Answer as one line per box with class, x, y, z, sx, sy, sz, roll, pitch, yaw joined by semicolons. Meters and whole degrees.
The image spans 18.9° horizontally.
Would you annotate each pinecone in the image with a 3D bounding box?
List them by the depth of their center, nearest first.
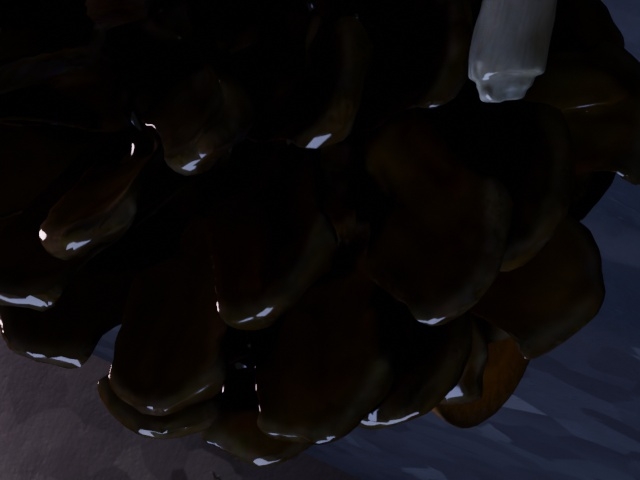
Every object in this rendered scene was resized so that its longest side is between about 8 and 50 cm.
pinecone;-0.042;-0.083;0.884;0.384;0.384;0.384;22;165;6

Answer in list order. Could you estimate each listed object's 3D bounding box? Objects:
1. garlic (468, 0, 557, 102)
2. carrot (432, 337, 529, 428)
garlic;0.081;-0.161;0.725;0.199;0.226;0.199;19;169;4
carrot;0.061;0.044;1.641;0.225;0.159;0.159;24;168;36
